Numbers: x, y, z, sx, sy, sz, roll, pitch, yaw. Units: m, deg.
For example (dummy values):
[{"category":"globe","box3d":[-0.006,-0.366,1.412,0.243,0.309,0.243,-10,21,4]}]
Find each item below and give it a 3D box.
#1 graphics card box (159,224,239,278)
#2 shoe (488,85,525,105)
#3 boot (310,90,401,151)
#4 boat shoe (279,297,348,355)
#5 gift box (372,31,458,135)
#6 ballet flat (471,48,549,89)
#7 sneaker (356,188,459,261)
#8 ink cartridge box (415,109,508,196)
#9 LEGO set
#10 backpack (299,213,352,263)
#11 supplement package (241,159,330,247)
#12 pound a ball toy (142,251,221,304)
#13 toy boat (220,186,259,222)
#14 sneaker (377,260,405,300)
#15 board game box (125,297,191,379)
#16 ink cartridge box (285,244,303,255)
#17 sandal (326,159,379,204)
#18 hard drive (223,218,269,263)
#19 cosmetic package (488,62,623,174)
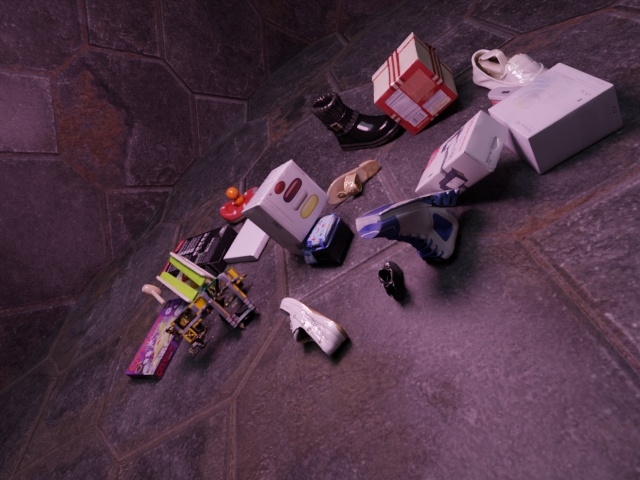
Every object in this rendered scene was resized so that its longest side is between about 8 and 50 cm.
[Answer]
[{"category":"graphics card box","box3d":[-0.561,0.073,1.918,0.370,0.094,0.233,-16,40,35]},{"category":"shoe","box3d":[0.608,-0.432,1.297,0.063,0.081,0.178,-42,30,-1]},{"category":"boot","box3d":[0.141,-0.509,1.706,0.347,0.260,0.131,-5,47,43]},{"category":"boat shoe","box3d":[-0.046,0.245,1.182,0.277,0.098,0.096,16,63,51]},{"category":"gift box","box3d":[0.361,-0.584,1.588,0.255,0.276,0.258,-35,35,35]},{"category":"ballet flat","box3d":[0.631,-0.564,1.384,0.139,0.139,0.400,-38,33,6]},{"category":"sneaker","box3d":[0.260,-0.021,1.067,0.315,0.183,0.127,-16,3,-29]},{"category":"ink cartridge box","box3d":[0.395,-0.224,1.172,0.172,0.100,0.237,-61,7,-27]},{"category":"LEGO set","box3d":[-0.357,0.261,1.468,0.331,0.192,0.255,-46,3,-11]},{"category":"backpack","box3d":[0.000,0.000,1.403,0.173,0.117,0.158,-10,44,43]},{"category":"supplement package","box3d":[-0.115,-0.120,1.395,0.149,0.194,0.203,-13,41,57]},{"category":"pound a ball toy","box3d":[-0.564,0.191,1.691,0.319,0.135,0.208,21,81,40]},{"category":"toy boat","box3d":[-0.397,-0.194,2.003,0.231,0.151,0.151,-31,34,15]},{"category":"sneaker","box3d":[0.188,0.096,1.119,0.051,0.089,0.170,-30,35,17]},{"category":"board game box","box3d":[-0.631,0.388,1.675,0.208,0.056,0.347,-18,40,39]},{"category":"ink cartridge box","box3d":[-0.073,-0.029,1.532,0.092,0.090,0.143,5,56,49]},{"category":"sandal","box3d":[0.128,-0.214,1.541,0.240,0.088,0.079,-38,27,-4]},{"category":"hard drive","box3d":[-0.283,-0.039,1.807,0.202,0.040,0.308,-8,46,41]},{"category":"cosmetic package","box3d":[0.623,-0.334,1.122,0.224,0.138,0.224,-34,34,15]}]
